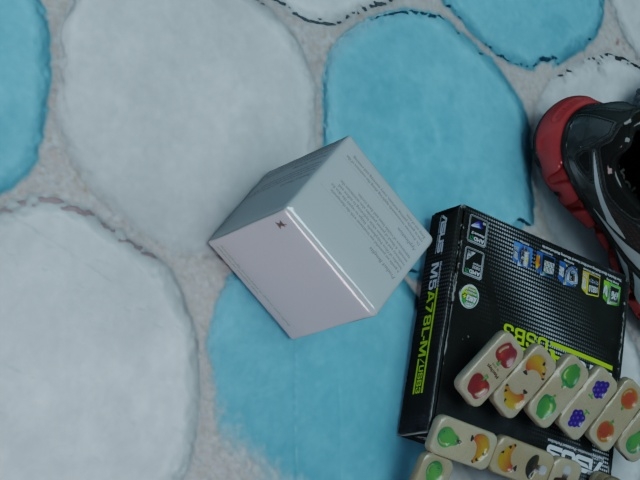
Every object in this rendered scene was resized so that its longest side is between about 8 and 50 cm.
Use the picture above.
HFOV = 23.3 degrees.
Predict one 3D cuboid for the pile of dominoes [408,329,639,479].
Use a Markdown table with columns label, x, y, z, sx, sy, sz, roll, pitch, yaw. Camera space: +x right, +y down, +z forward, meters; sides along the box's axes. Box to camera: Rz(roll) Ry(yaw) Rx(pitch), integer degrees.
| label | x | y | z | sx | sy | sz | roll | pitch | yaw |
| --- | --- | --- | --- | --- | --- | --- | --- | --- | --- |
| pile of dominoes | 0.184 | 0.187 | 1.171 | 0.251 | 0.040 | 0.196 | 23 | 87 | -30 |

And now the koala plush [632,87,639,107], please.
| label | x | y | z | sx | sy | sz | roll | pitch | yaw |
| --- | --- | --- | --- | --- | --- | --- | --- | --- | --- |
| koala plush | 0.403 | -0.089 | 1.338 | 0.203 | 0.221 | 0.196 | 36 | 59 | -23 |

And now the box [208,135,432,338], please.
| label | x | y | z | sx | sy | sz | roll | pitch | yaw |
| --- | --- | --- | --- | --- | --- | --- | --- | --- | --- |
| box | 0.000 | 0.000 | 1.095 | 0.101 | 0.102 | 0.087 | 50 | 52 | -15 |

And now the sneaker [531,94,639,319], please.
| label | x | y | z | sx | sy | sz | roll | pitch | yaw |
| --- | --- | --- | --- | --- | --- | --- | --- | --- | --- |
| sneaker | 0.292 | -0.006 | 1.281 | 0.097 | 0.135 | 0.276 | -43 | 104 | -20 |

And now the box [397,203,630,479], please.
| label | x | y | z | sx | sy | sz | roll | pitch | yaw |
| --- | --- | --- | --- | --- | --- | --- | --- | --- | --- |
| box | 0.157 | 0.089 | 1.220 | 0.191 | 0.045 | 0.184 | 23 | 65 | -30 |
